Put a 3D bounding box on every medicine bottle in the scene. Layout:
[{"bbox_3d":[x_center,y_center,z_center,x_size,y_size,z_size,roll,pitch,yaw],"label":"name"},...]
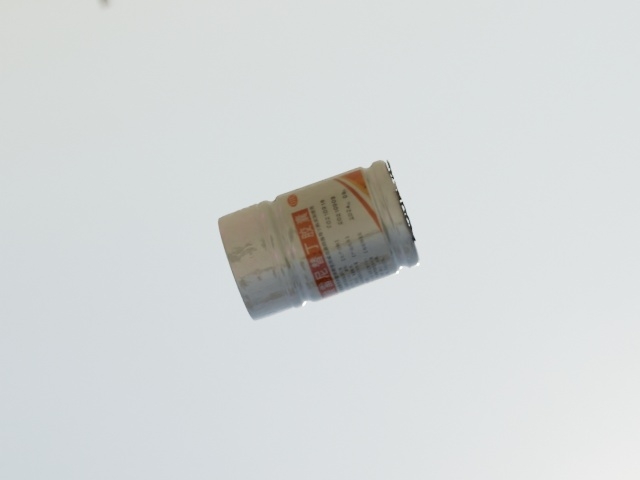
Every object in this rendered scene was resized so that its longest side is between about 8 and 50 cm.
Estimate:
[{"bbox_3d":[0.000,0.000,0.835,0.089,0.057,0.057,-19,-160,2],"label":"medicine bottle"}]
